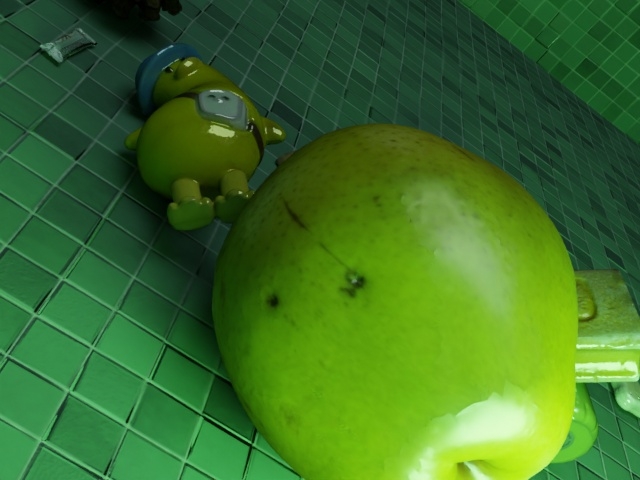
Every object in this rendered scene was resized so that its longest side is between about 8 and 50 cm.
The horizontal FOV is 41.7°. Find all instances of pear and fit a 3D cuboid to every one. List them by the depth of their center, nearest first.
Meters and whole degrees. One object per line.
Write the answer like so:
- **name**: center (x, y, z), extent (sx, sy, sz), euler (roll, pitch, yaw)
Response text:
- **pear**: center (0.076, 0.071, 0.841), extent (0.362, 0.362, 0.418), euler (19, 33, -34)

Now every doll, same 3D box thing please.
- **doll**: center (-0.150, -0.142, 1.072), extent (0.199, 0.145, 0.363), euler (-6, 42, -11)

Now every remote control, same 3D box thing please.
- **remote control**: center (0.536, 0.254, 1.478), extent (0.074, 0.032, 0.122), euler (29, 32, -22)

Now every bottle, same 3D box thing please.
- **bottle**: center (0.320, 0.192, 1.220), extent (0.112, 0.112, 0.260), euler (31, 31, -19)

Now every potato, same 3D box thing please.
- **potato**: center (-0.021, -0.117, 1.309), extent (0.093, 0.036, 0.037), euler (8, 40, -46)

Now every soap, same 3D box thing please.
- **soap**: center (0.287, 0.117, 1.159), extent (0.274, 0.089, 0.173), euler (-2, 35, 4)

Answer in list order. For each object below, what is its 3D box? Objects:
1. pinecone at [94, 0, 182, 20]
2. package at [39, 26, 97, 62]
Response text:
- **pinecone**: center (-0.272, -0.416, 1.273), extent (0.179, 0.195, 0.150), euler (48, 58, -33)
- **package**: center (-0.343, -0.268, 1.149), extent (0.037, 0.015, 0.110), euler (37, 28, -6)
